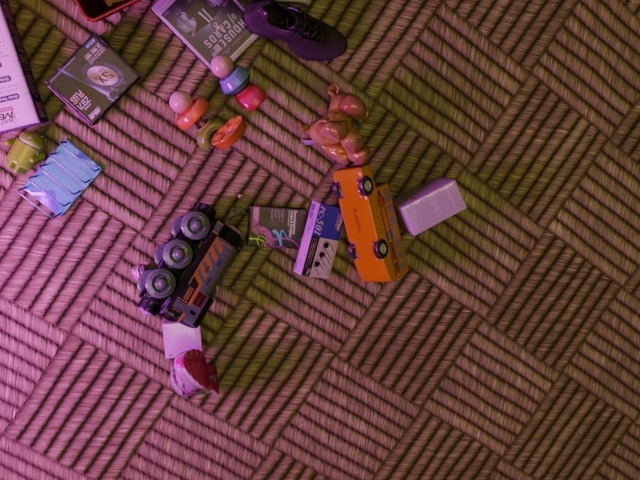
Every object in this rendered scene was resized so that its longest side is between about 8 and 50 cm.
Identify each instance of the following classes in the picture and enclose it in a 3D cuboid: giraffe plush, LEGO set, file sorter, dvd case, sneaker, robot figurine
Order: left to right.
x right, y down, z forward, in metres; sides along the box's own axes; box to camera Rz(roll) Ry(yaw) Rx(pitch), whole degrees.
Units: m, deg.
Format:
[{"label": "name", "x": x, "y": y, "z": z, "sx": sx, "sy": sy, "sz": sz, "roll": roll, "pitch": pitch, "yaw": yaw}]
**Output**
[{"label": "robot figurine", "x": -0.742, "y": -0.225, "z": 1.659, "sx": 0.101, "sy": 0.067, "sz": 0.115, "roll": 32, "pitch": 93, "yaw": 15}, {"label": "file sorter", "x": -0.660, "y": -0.155, "z": 1.668, "sx": 0.118, "sy": 0.104, "sz": 0.170, "roll": 41, "pitch": 89, "yaw": -15}, {"label": "sneaker", "x": -0.353, "y": 0.368, "z": 1.765, "sx": 0.111, "sy": 0.252, "sz": 0.102, "roll": -12, "pitch": 61, "yaw": 2}, {"label": "dvd case", "x": -0.290, "y": -0.572, "z": 1.709, "sx": 0.179, "sy": 0.029, "sz": 0.239, "roll": -45, "pitch": 104, "yaw": 0}, {"label": "LEGO set", "x": -0.231, "y": -0.089, "z": 1.805, "sx": 0.054, "sy": 0.023, "sz": 0.083, "roll": -1, "pitch": 100, "yaw": -11}, {"label": "sneaker", "x": -0.052, "y": -0.540, "z": 1.698, "sx": 0.287, "sy": 0.130, "sz": 0.108, "roll": 12, "pitch": 94, "yaw": -25}, {"label": "giraffe plush", "x": 0.061, "y": -0.320, "z": 1.762, "sx": 0.170, "sy": 0.210, "sz": 0.181, "roll": -59, "pitch": 141, "yaw": -13}]

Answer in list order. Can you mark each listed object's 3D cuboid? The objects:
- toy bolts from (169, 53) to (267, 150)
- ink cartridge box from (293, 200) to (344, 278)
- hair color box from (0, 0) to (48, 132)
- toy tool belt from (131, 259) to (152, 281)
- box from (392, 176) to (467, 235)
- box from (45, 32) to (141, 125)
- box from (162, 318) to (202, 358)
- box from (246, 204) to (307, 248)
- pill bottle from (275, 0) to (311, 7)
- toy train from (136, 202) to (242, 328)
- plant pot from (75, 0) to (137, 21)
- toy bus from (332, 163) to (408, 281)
[{"label": "toy bolts", "x": -0.258, "y": -0.356, "z": 1.664, "sx": 0.228, "sy": 0.218, "sz": 0.158, "roll": -48, "pitch": 118, "yaw": -8}, {"label": "ink cartridge box", "x": 0.000, "y": 0.000, "z": 1.840, "sx": 0.097, "sy": 0.046, "sz": 0.207, "roll": 11, "pitch": 97, "yaw": -34}, {"label": "hair color box", "x": -0.808, "y": -0.434, "z": 1.590, "sx": 0.174, "sy": 0.105, "sz": 0.347, "roll": -16, "pitch": 102, "yaw": -8}, {"label": "toy tool belt", "x": -0.470, "y": 0.098, "z": 1.776, "sx": 0.051, "sy": 0.052, "sz": 0.083, "roll": -27, "pitch": 104, "yaw": 3}, {"label": "box", "x": 0.300, "y": -0.099, "z": 1.853, "sx": 0.171, "sy": 0.130, "sz": 0.091, "roll": -28, "pitch": 104, "yaw": -5}, {"label": "box", "x": -0.569, "y": -0.403, "z": 1.657, "sx": 0.180, "sy": 0.077, "sz": 0.147, "roll": -45, "pitch": 105, "yaw": -1}, {"label": "box", "x": -0.378, "y": 0.259, "z": 1.802, "sx": 0.102, "sy": 0.087, "sz": 0.101, "roll": -4, "pitch": 100, "yaw": -10}, {"label": "box", "x": -0.121, "y": -0.037, "z": 1.833, "sx": 0.162, "sy": 0.029, "sz": 0.116, "roll": 2, "pitch": 99, "yaw": -13}, {"label": "pill bottle", "x": -0.070, "y": -0.701, "z": 1.691, "sx": 0.103, "sy": 0.103, "sz": 0.184, "roll": 2, "pitch": 99, "yaw": -11}, {"label": "toy train", "x": -0.339, "y": 0.069, "z": 1.727, "sx": 0.190, "sy": 0.142, "sz": 0.333, "roll": 35, "pitch": 69, "yaw": -21}, {"label": "plant pot", "x": -0.479, "y": -0.674, "z": 1.548, "sx": 0.268, "sy": 0.236, "sz": 0.267, "roll": -28, "pitch": 103, "yaw": -6}, {"label": "toy bus", "x": 0.141, "y": -0.049, "z": 1.822, "sx": 0.130, "sy": 0.108, "sz": 0.332, "roll": -27, "pitch": 107, "yaw": -44}]
